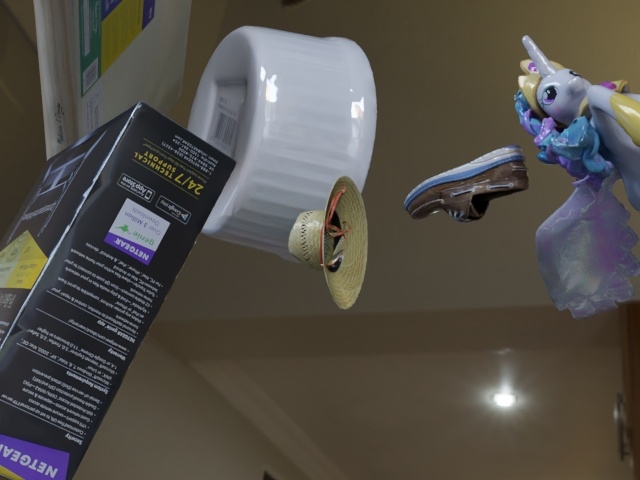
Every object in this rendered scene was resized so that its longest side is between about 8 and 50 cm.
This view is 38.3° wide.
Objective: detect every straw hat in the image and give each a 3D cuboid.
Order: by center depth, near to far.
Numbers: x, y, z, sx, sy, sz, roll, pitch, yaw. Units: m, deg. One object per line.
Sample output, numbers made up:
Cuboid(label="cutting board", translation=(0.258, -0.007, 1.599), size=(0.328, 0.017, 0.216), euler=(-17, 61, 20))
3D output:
Cuboid(label="straw hat", translation=(0.000, 0.000, 0.965), size=(0.061, 0.144, 0.144), euler=(1, -31, 20))

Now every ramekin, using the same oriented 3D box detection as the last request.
Cuboid(label="ramekin", translation=(-0.061, -0.118, 1.090), size=(0.135, 0.277, 0.277), euler=(9, -27, -26))

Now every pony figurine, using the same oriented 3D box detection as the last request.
Cuboid(label="pony figurine", translation=(0.375, -0.073, 1.032), size=(0.351, 0.303, 0.363), euler=(54, -4, -21))

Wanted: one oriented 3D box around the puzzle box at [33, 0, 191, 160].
Cuboid(label="puzzle box", translation=(-0.240, -0.237, 1.116), size=(0.052, 0.272, 0.409), euler=(27, -35, 5))

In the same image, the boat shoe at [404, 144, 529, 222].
Cuboid(label="boat shoe", translation=(0.190, -0.060, 1.212), size=(0.183, 0.066, 0.066), euler=(-27, -21, 37))

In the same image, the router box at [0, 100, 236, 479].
Cuboid(label="router box", translation=(-0.202, 0.040, 0.697), size=(0.081, 0.243, 0.309), euler=(32, -16, -22))
